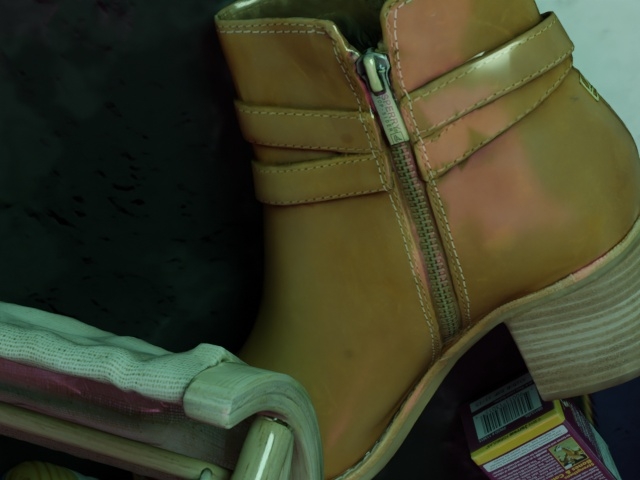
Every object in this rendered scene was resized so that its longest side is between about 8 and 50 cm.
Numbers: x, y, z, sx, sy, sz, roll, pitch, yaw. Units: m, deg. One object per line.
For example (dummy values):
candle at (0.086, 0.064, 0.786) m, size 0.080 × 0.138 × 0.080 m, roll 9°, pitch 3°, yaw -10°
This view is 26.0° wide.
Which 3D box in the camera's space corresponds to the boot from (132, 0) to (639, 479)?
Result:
boot at (0.000, 0.000, 0.616) m, size 0.284 × 0.109 × 0.220 m, roll -18°, pitch 120°, yaw 20°

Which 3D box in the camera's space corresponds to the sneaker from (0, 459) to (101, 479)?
sneaker at (-0.169, 0.253, 0.778) m, size 0.131 × 0.112 × 0.296 m, roll 23°, pitch 123°, yaw -26°

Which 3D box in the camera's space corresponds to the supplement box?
supplement box at (0.121, 0.114, 0.751) m, size 0.055 × 0.043 × 0.083 m, roll -31°, pitch 124°, yaw 15°

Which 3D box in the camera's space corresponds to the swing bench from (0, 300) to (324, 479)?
swing bench at (-0.149, 0.143, 0.591) m, size 0.253 × 0.165 × 0.254 m, roll 13°, pitch 91°, yaw 18°
